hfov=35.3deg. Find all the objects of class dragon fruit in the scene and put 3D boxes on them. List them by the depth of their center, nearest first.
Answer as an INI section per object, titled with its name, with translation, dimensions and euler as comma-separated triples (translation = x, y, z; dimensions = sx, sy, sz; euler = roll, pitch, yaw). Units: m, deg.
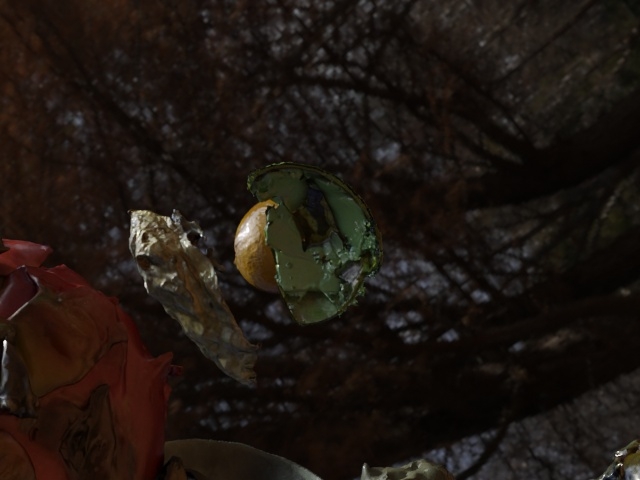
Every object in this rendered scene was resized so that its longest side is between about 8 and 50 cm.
[dragon fruit]
translation = -0.219, 0.151, 0.557
dimensions = 0.269, 0.250, 0.291
euler = 63, -147, -34

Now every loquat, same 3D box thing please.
[loquat]
translation = -0.052, 0.008, 1.361
dimensions = 0.141, 0.141, 0.141
euler = 41, -154, -25

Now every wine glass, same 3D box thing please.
[wine glass]
translation = -0.153, 0.485, 1.287
dimensions = 0.267, 0.406, 0.267
euler = 16, -167, -4

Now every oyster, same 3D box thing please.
[oyster]
translation = -0.132, 0.060, 1.021
dimensions = 0.133, 0.072, 0.209
euler = -2, 111, 66

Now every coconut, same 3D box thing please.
[coconut]
translation = 0.000, 0.000, 0.944
dimensions = 0.055, 0.133, 0.158
euler = -48, -42, -66

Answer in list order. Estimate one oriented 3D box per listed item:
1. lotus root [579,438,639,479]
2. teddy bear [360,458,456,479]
[lotus root]
translation = 0.203, 0.218, 0.464
dimensions = 0.154, 0.154, 0.278
euler = 29, -154, -42
[teddy bear]
translation = -0.025, 0.384, 0.821
dimensions = 0.357, 0.367, 0.224
euler = 86, 165, -45
